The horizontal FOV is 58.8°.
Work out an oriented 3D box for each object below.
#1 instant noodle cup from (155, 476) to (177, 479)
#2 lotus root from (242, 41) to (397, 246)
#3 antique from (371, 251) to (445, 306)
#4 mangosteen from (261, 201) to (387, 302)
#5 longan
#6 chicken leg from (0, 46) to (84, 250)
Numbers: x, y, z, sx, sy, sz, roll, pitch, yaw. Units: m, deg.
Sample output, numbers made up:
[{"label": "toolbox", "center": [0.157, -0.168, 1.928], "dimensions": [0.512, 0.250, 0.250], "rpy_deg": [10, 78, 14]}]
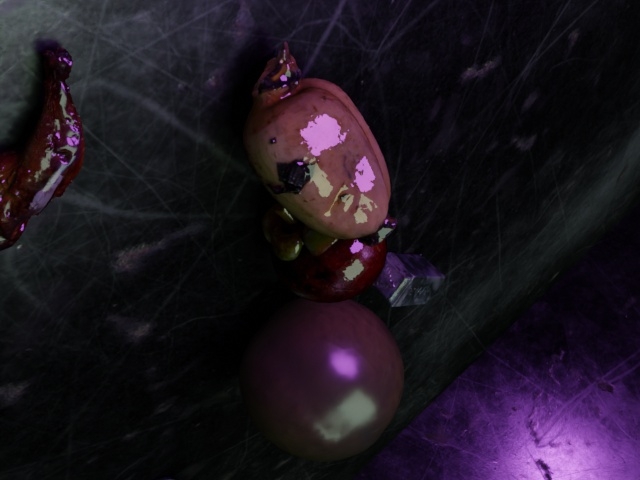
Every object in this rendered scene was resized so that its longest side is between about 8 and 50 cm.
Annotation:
[{"label": "instant noodle cup", "center": [-0.299, 0.675, 1.161], "dimensions": [0.284, 0.312, 0.284], "rpy_deg": [-33, 150, -22]}, {"label": "lotus root", "center": [-0.006, -0.097, 0.680], "dimensions": [0.140, 0.257, 0.154], "rpy_deg": [-25, -159, 32]}, {"label": "antique", "center": [0.190, 0.087, 1.264], "dimensions": [0.183, 0.086, 0.088], "rpy_deg": [5, 124, -54]}, {"label": "mangosteen", "center": [0.000, 0.000, 0.829], "dimensions": [0.200, 0.200, 0.200], "rpy_deg": [-32, 148, -22]}, {"label": "longan", "center": [0.008, 0.250, 1.052], "dimensions": [0.319, 0.319, 0.319], "rpy_deg": [-32, 148, -22]}, {"label": "chicken leg", "center": [-0.265, -0.074, 0.522], "dimensions": [0.205, 0.053, 0.093], "rpy_deg": [-52, 136, 5]}]
